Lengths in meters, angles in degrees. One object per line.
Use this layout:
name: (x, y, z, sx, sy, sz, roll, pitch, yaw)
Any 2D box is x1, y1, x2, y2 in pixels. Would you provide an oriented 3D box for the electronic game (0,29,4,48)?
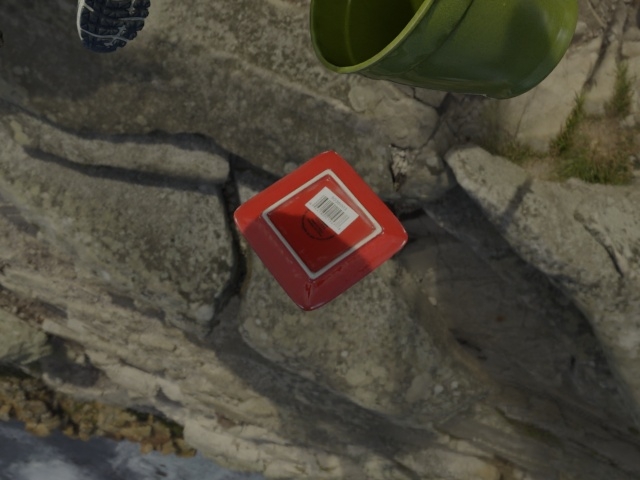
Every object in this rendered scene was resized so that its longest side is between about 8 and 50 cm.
electronic game: (-0.409, -0.186, 0.512, 0.230, 0.229, 0.048, 10, 114, 5)

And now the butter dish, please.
butter dish: (0.000, 0.000, 0.718, 0.160, 0.160, 0.118, 50, 166, 18)

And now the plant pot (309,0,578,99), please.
plant pot: (0.229, -0.404, 0.972, 0.353, 0.366, 0.366, 12, 142, -33)

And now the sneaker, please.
sneaker: (-0.350, -0.461, 0.982, 0.110, 0.122, 0.282, 5, 114, -45)
